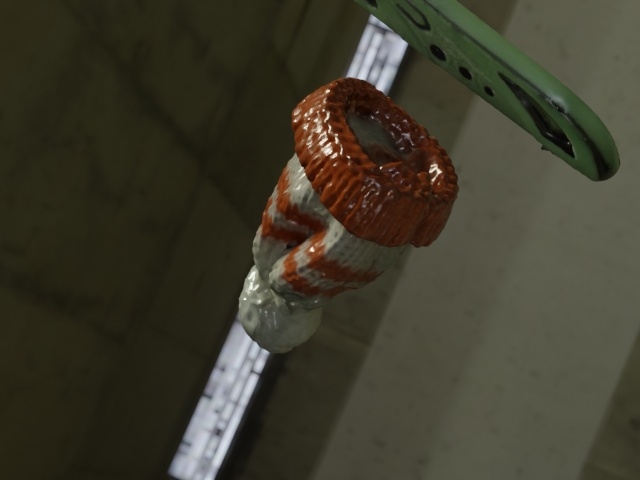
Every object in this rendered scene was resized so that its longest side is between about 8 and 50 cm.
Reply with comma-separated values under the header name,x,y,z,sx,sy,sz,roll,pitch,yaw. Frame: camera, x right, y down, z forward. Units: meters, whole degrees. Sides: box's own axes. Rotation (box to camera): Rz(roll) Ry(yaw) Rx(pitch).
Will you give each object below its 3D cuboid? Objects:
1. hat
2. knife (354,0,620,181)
name,x,y,z,sx,sy,sz,roll,pitch,yaw
hat,0.000,0.000,0.925,0.162,0.093,0.112,-49,40,29
knife,-0.010,-0.115,0.589,0.020,0.293,0.043,-45,-18,-16
